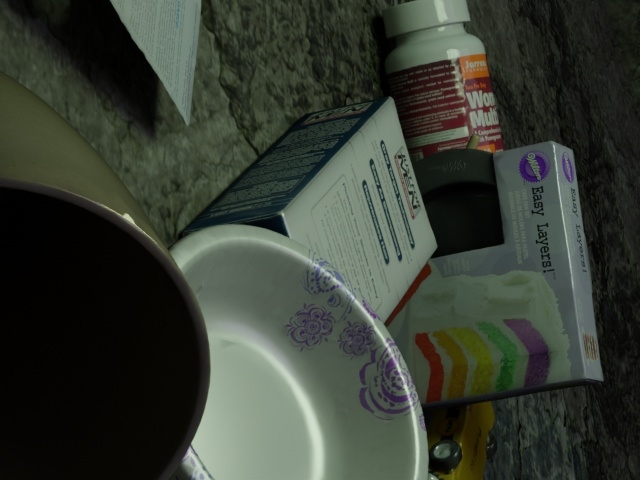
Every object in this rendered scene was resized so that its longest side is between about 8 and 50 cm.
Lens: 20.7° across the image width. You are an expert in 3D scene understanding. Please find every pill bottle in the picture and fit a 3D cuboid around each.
[{"bbox_3d":[0.142,-0.171,2.055,0.121,0.121,0.221,-16,95,-67],"label":"pill bottle"}]

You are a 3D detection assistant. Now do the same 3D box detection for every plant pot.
[{"bbox_3d":[-0.214,0.006,0.995,0.256,0.256,0.274,62,2,-36],"label":"plant pot"}]

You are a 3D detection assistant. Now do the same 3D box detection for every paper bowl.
[{"bbox_3d":[-0.064,0.142,1.329,0.284,0.148,0.284,26,47,-32],"label":"paper bowl"}]

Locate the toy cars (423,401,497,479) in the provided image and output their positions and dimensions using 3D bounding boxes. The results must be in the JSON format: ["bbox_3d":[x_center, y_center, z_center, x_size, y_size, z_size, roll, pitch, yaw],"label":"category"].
[{"bbox_3d":[0.135,0.332,1.872,0.176,0.087,0.393,20,65,-65],"label":"toy cars"}]

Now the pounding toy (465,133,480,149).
[{"bbox_3d":[0.132,-0.033,1.943,0.100,0.141,0.130,27,56,-62],"label":"pounding toy"}]

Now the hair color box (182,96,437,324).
[{"bbox_3d":[0.000,0.000,1.665,0.347,0.105,0.174,-48,125,-62],"label":"hair color box"}]

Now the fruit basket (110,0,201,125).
[{"bbox_3d":[-0.163,-0.315,1.420,0.353,0.165,0.327,70,20,-62],"label":"fruit basket"}]

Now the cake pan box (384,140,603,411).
[{"bbox_3d":[0.158,0.038,1.840,0.070,0.246,0.267,19,63,-64],"label":"cake pan box"}]

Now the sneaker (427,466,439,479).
[{"bbox_3d":[0.110,0.332,1.712,0.292,0.118,0.110,56,-9,-14],"label":"sneaker"}]
